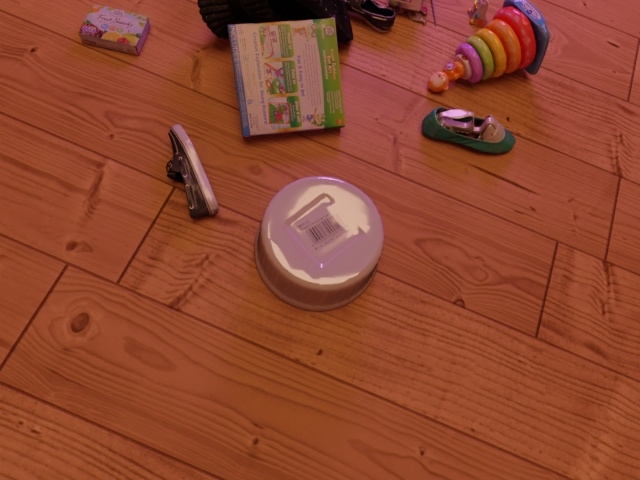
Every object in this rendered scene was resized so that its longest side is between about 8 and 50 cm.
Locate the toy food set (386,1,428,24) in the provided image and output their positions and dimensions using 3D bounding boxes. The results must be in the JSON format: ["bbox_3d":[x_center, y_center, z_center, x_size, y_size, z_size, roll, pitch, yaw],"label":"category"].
[{"bbox_3d":[0.251,-0.658,1.321,0.122,0.019,0.077,24,69,2],"label":"toy food set"}]

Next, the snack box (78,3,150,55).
[{"bbox_3d":[-0.507,-0.522,1.168,0.141,0.037,0.100,12,68,-3],"label":"snack box"}]

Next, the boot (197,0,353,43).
[{"bbox_3d":[-0.100,-0.563,1.175,0.260,0.348,0.131,-14,74,33],"label":"boot"}]

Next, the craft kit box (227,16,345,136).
[{"bbox_3d":[-0.076,-0.378,1.103,0.247,0.061,0.249,-7,100,-7],"label":"craft kit box"}]

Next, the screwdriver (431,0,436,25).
[{"bbox_3d":[0.318,-0.681,1.344,0.024,0.025,0.169,-1,79,-8],"label":"screwdriver"}]

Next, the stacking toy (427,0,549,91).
[{"bbox_3d":[0.412,-0.473,1.223,0.302,0.165,0.175,-28,66,-1],"label":"stacking toy"}]

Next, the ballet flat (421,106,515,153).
[{"bbox_3d":[0.376,-0.274,1.160,0.248,0.087,0.083,10,69,-4],"label":"ballet flat"}]

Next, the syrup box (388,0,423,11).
[{"bbox_3d":[0.252,-0.754,1.302,0.097,0.093,0.236,13,61,-3],"label":"syrup box"}]

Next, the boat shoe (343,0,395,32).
[{"bbox_3d":[0.111,-0.636,1.252,0.206,0.065,0.075,32,78,-8],"label":"boat shoe"}]

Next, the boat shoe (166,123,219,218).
[{"bbox_3d":[-0.300,-0.150,1.041,0.076,0.080,0.228,-23,82,-16],"label":"boat shoe"}]

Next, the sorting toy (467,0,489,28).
[{"bbox_3d":[0.447,-0.651,1.313,0.045,0.075,0.083,1,70,-7],"label":"sorting toy"}]

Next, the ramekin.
[{"bbox_3d":[0.000,0.000,0.988,0.278,0.135,0.276,2,70,-6],"label":"ramekin"}]
